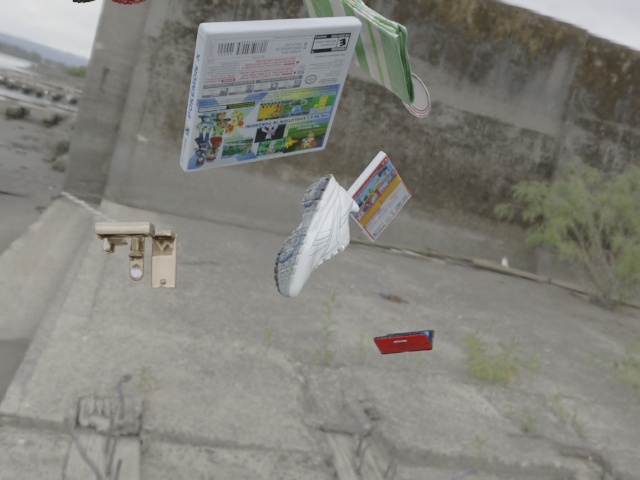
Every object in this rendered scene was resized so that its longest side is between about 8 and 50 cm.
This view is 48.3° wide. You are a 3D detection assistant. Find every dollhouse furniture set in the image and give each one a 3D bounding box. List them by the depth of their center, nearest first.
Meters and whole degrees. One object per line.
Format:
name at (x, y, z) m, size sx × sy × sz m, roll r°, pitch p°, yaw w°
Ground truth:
dollhouse furniture set at (-0.397, 0.035, 1.547) m, size 0.144 × 0.123 × 0.151 m, roll -1°, pitch -10°, yaw 0°

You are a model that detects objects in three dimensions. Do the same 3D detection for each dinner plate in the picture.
dinner plate at (0.272, -0.420, 2.050) m, size 0.017 × 0.141 × 0.141 m, roll -32°, pitch 30°, yaw -21°

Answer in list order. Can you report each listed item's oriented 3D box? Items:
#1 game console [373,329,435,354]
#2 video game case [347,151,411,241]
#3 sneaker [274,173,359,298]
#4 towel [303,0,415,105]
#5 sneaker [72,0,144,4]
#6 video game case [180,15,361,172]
game console at (0.228, 0.256, 1.933) m, size 0.144 × 0.085 × 0.124 m, roll -9°, pitch -38°, yaw 19°
video game case at (0.174, -0.129, 2.215) m, size 0.025 × 0.204 × 0.285 m, roll 37°, pitch -4°, yaw 31°
sneaker at (0.000, 0.000, 1.553) m, size 0.129 × 0.297 × 0.111 m, roll 35°, pitch -22°, yaw -22°
towel at (0.072, -0.446, 1.508) m, size 0.325 × 0.038 × 0.248 m, roll 44°, pitch -8°, yaw 25°
sneaker at (-0.492, -0.615, 1.681) m, size 0.225 × 0.088 × 0.092 m, roll 4°, pitch 43°, yaw 3°
video game case at (-0.096, -0.278, 1.360) m, size 0.329 × 0.299 × 0.036 m, roll -14°, pitch 50°, yaw -33°
